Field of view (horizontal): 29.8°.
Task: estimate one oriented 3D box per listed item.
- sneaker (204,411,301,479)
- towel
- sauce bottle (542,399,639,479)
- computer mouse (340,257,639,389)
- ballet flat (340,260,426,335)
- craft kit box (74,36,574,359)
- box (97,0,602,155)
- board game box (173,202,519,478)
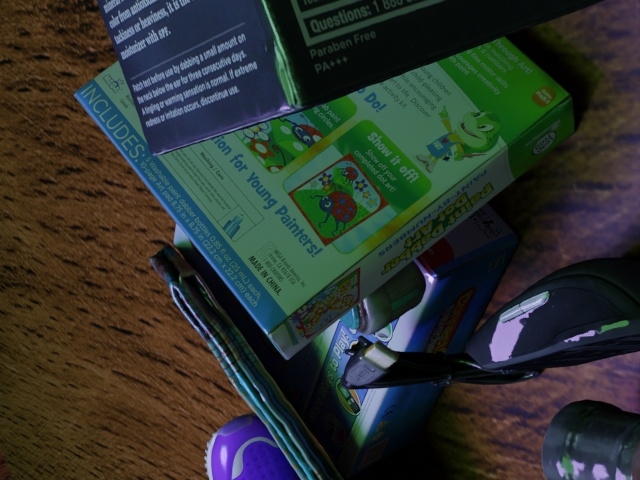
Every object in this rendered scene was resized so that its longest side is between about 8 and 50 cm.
[{"bbox_3d":[-0.025,0.320,1.283,0.146,0.102,0.293,30,143,57],"label":"sneaker"},{"bbox_3d":[-0.039,0.171,1.115,0.370,0.040,0.271,56,172,-9],"label":"towel"},{"bbox_3d":[0.264,0.148,0.679,0.344,0.111,0.111,0,110,57],"label":"sauce bottle"},{"bbox_3d":[0.121,0.054,0.796,0.262,0.184,0.060,148,119,-63],"label":"computer mouse"},{"bbox_3d":[0.001,-0.003,0.875,0.213,0.068,0.072,41,149,46],"label":"ballet flat"},{"bbox_3d":[-0.003,-0.088,0.819,0.250,0.246,0.061,49,176,28],"label":"craft kit box"},{"bbox_3d":[0.019,-0.234,0.623,0.182,0.296,0.294,-6,104,60],"label":"box"},{"bbox_3d":[0.000,0.000,1.034,0.302,0.086,0.308,52,148,25],"label":"board game box"}]
